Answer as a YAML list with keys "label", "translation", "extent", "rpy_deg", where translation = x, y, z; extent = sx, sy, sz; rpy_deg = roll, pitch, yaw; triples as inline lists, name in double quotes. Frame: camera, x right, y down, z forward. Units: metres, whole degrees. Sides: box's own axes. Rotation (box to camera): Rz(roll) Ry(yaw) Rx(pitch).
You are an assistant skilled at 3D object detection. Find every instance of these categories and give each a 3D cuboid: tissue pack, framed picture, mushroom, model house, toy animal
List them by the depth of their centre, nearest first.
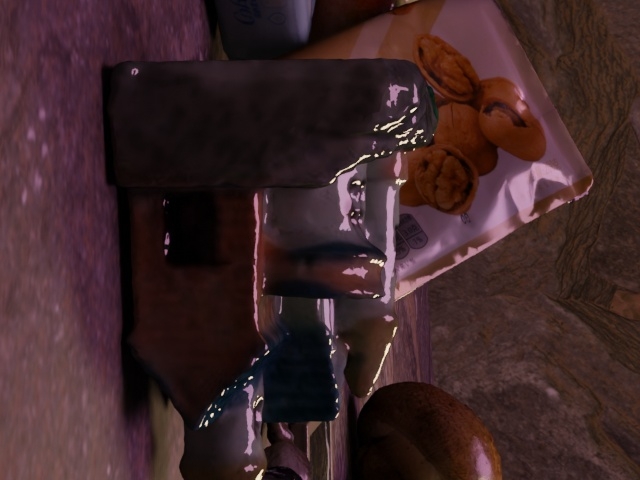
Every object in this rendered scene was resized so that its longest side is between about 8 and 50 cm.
- label: "model house"
  translation: [-0.023, 0.047, 1.186]
  extent: [0.267, 0.194, 0.325]
  rpy_deg: [-8, 99, -83]
- label: "tissue pack"
  translation: [-0.053, -0.295, 1.411]
  extent: [0.263, 0.089, 0.177]
  rpy_deg: [84, 9, -45]
- label: "toy animal"
  translation: [-0.039, 0.216, 1.576]
  extent: [0.202, 0.070, 0.105]
  rpy_deg: [-92, -173, -63]
- label: "framed picture"
  translation: [-0.005, 0.344, 1.916]
  extent: [0.240, 0.020, 0.324]
  rpy_deg: [0, 89, -84]
- label: "mushroom"
  translation: [0.143, 0.312, 2.388]
  extent: [0.153, 0.253, 0.253]
  rpy_deg: [-18, 113, -38]

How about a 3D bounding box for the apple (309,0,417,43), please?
- label: "apple"
  translation: [0.014, -0.171, 1.597]
  extent: [0.173, 0.160, 0.195]
  rpy_deg: [-92, 180, -49]

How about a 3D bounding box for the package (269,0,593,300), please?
- label: "package"
  translation: [0.042, -0.060, 1.481]
  extent: [0.311, 0.165, 0.221]
  rpy_deg: [-29, 88, -40]
